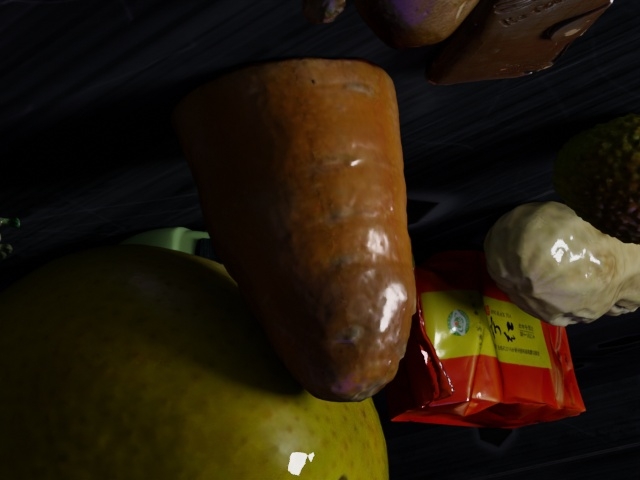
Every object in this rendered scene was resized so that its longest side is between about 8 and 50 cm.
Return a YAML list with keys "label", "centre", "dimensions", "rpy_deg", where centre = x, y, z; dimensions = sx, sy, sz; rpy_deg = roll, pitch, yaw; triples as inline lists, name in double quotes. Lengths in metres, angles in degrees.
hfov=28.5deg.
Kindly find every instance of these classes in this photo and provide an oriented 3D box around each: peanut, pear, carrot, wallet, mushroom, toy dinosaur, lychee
- label: "peanut"
  centre: [0.284, 0.025, 1.340]
  dimensions: [0.290, 0.130, 0.130]
  rpy_deg: [1, 162, -45]
- label: "pear"
  centre: [-0.139, 0.180, 0.966]
  dimensions: [0.362, 0.362, 0.418]
  rpy_deg: [1, 180, -40]
- label: "carrot"
  centre: [0.000, 0.000, 0.847]
  dimensions: [0.159, 0.225, 0.159]
  rpy_deg: [-14, 163, -5]
- label: "wallet"
  centre: [0.130, -0.138, 0.784]
  dimensions: [0.095, 0.026, 0.176]
  rpy_deg: [-10, 167, -13]
- label: "mushroom"
  centre: [0.042, -0.133, 0.648]
  dimensions: [0.088, 0.073, 0.129]
  rpy_deg: [-33, -176, -39]
- label: "toy dinosaur"
  centre: [-0.288, -0.003, 1.029]
  dimensions: [0.060, 0.029, 0.120]
  rpy_deg: [17, 159, -30]
- label: "lychee"
  centre: [0.267, -0.053, 1.051]
  dimensions: [0.146, 0.114, 0.114]
  rpy_deg: [5, 168, 10]

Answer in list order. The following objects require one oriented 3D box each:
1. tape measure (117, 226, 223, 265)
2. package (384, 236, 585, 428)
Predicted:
- label: "tape measure"
  centre: [-0.120, 0.052, 1.175]
  dimensions: [0.200, 0.106, 0.175]
  rpy_deg: [-14, 147, 27]
- label: "package"
  centre: [0.184, 0.118, 1.491]
  dimensions: [0.123, 0.196, 0.423]
  rpy_deg: [-18, 163, 30]
